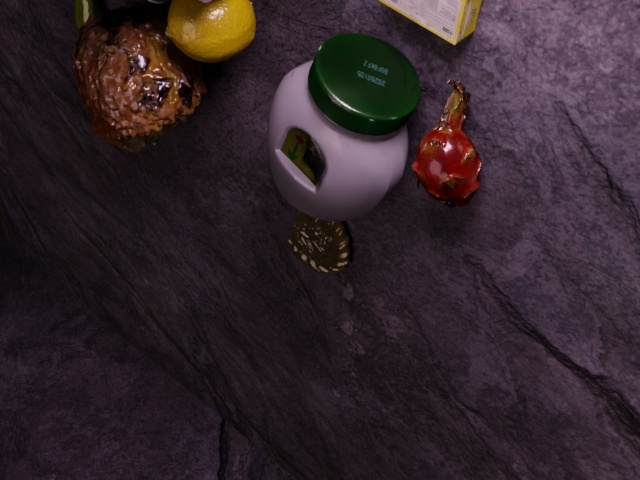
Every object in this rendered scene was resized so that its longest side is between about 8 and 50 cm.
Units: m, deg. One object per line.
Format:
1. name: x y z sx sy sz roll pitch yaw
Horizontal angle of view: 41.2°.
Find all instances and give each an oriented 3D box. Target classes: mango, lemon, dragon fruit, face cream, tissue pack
1. mango: -0.623 -0.614 2.281 0.091 0.074 0.165 28 140 37
2. lemon: -0.236 -0.468 1.814 0.178 0.203 0.178 57 160 34
3. dragon fruit: 0.241 -0.178 1.579 0.125 0.125 0.246 38 131 47
4. face cream: 0.036 -0.213 1.687 0.312 0.219 0.357 47 144 12
5. tissue pack: 0.186 -0.420 1.444 0.176 0.062 0.095 36 146 24

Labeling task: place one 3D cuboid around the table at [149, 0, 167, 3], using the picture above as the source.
1. table: -0.383 -0.652 1.876 0.166 0.166 0.198 43 138 16

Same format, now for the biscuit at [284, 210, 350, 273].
1. biscuit: 0.000 0.000 2.111 0.187 0.036 0.274 44 147 14

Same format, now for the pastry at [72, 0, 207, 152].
1. pastry: -0.447 -0.410 2.068 0.338 0.292 0.405 66 158 -4

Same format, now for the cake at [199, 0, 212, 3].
1. cake: -0.274 -0.629 1.606 0.308 0.230 0.237 24 134 5
